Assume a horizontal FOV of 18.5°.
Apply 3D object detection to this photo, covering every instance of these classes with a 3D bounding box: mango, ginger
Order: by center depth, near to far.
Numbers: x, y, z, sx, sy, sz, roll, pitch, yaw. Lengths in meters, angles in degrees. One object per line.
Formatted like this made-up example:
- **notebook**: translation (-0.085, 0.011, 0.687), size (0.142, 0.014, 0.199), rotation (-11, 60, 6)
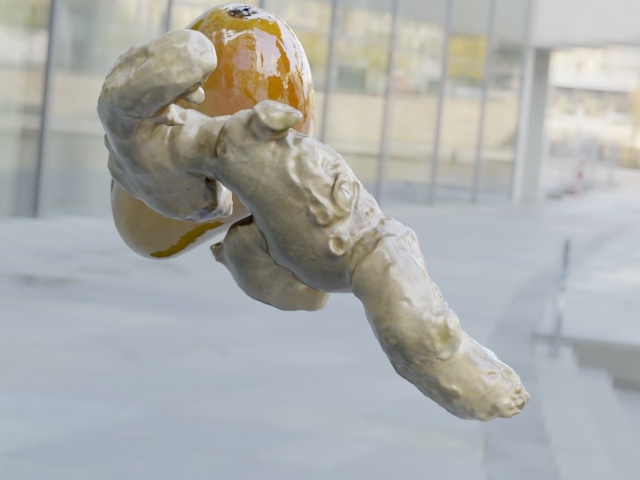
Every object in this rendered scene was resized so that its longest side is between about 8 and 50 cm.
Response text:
- **ginger**: translation (-0.007, 0.001, 0.968), size (0.258, 0.065, 0.149), rotation (41, -21, -10)
- **mango**: translation (-0.086, -0.070, 1.509), size (0.138, 0.253, 0.113), rotation (40, 39, 7)
